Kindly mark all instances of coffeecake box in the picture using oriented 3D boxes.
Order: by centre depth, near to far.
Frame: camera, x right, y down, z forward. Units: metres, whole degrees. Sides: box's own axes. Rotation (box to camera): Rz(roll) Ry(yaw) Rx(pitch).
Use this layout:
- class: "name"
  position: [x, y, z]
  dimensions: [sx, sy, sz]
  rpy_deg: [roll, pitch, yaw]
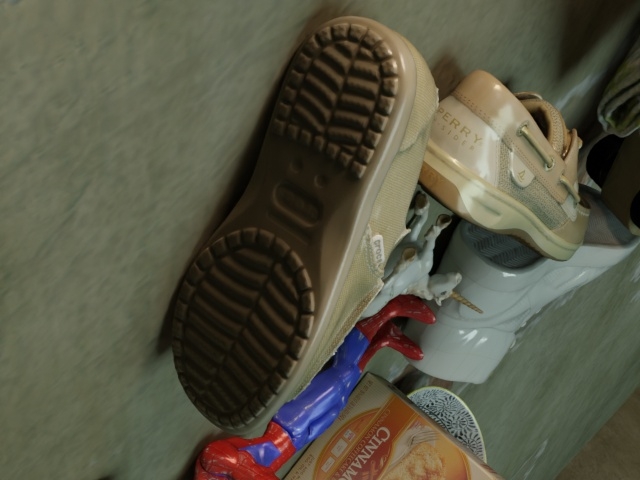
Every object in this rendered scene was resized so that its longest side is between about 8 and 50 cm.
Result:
- class: "coffeecake box"
  position: [0.078, 0.238, 1.116]
  dimensions: [0.142, 0.185, 0.068]
  rpy_deg: [-52, 159, 1]

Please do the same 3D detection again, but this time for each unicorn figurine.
- class: "unicorn figurine"
  position: [0.067, 0.022, 0.940]
  dimensions: [0.162, 0.060, 0.111]
  rpy_deg: [-16, 143, -30]

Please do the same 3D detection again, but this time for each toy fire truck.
- class: "toy fire truck"
  position: [0.405, -0.113, 1.164]
  dimensions: [0.246, 0.158, 0.217]
  rpy_deg: [5, 120, -24]

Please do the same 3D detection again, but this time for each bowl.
- class: "bowl"
  position: [0.091, 0.238, 1.249]
  dimensions: [0.080, 0.170, 0.170]
  rpy_deg: [-10, -164, 46]

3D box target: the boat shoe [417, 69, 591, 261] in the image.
- class: "boat shoe"
  position: [0.157, -0.058, 0.916]
  dimensions: [0.098, 0.109, 0.302]
  rpy_deg: [-54, 153, 11]

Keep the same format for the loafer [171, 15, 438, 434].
- class: "loafer"
  position: [0.000, 0.000, 0.695]
  dimensions: [0.092, 0.102, 0.268]
  rpy_deg: [-8, 133, -52]

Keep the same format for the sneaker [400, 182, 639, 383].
- class: "sneaker"
  position: [0.184, 0.041, 1.144]
  dimensions: [0.292, 0.108, 0.169]
  rpy_deg: [-13, 141, -46]

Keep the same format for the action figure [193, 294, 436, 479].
- class: "action figure"
  position: [0.009, 0.165, 0.943]
  dimensions: [0.280, 0.139, 0.091]
  rpy_deg: [-35, 153, -29]

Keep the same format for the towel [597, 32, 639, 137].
- class: "towel"
  position: [0.356, -0.245, 0.876]
  dimensions: [0.374, 0.090, 0.320]
  rpy_deg: [-57, -177, -5]
